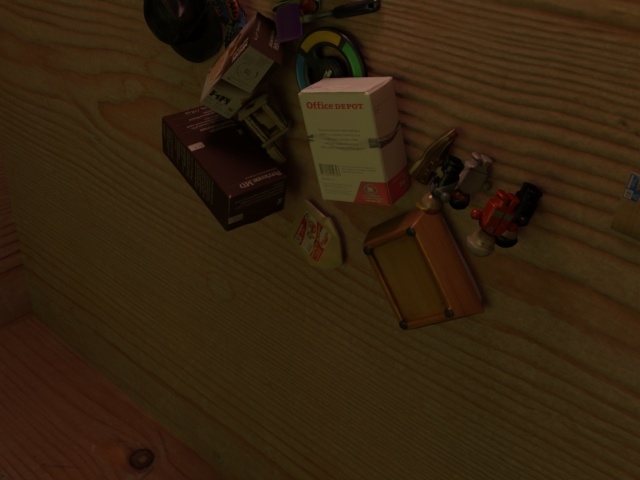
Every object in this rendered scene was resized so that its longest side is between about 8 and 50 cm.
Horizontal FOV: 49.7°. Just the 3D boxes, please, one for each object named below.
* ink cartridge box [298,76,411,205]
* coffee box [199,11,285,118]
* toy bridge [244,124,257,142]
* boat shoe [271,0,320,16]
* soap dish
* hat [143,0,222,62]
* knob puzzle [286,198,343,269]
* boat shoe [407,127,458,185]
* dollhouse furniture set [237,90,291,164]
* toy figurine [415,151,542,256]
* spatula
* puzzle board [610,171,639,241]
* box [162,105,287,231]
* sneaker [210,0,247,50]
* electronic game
[{"bbox_3d":[0.085,-0.238,1.641,0.207,0.117,0.283,9,125,36],"label":"ink cartridge box"},{"bbox_3d":[-0.201,-0.450,1.790,0.098,0.141,0.246,27,140,-27],"label":"coffee box"},{"bbox_3d":[-0.214,-0.310,2.006,0.063,0.026,0.188,8,118,42],"label":"toy bridge"},{"bbox_3d":[-0.060,-0.573,1.695,0.137,0.043,0.049,12,118,39],"label":"boat shoe"},{"bbox_3d":[0.243,0.078,1.694,0.228,0.118,0.291,-23,93,49],"label":"soap dish"},{"bbox_3d":[-0.419,-0.656,1.942,0.331,0.134,0.332,24,127,36],"label":"hat"},{"bbox_3d":[0.000,0.000,1.960,0.213,0.030,0.213,22,125,36],"label":"knob puzzle"},{"bbox_3d":[0.266,-0.189,1.570,0.060,0.064,0.178,48,144,7],"label":"boat shoe"},{"bbox_3d":[-0.139,-0.335,1.908,0.101,0.161,0.182,-33,127,12],"label":"dollhouse furniture set"},{"bbox_3d":[0.331,-0.076,1.449,0.209,0.213,0.148,37,120,24],"label":"toy figurine"},{"bbox_3d":[0.009,-0.532,1.628,0.296,0.030,0.084,-1,106,31],"label":"spatula"},{"bbox_3d":[0.622,-0.059,1.322,0.096,0.011,0.128,30,130,32],"label":"puzzle board"},{"bbox_3d":[-0.278,-0.217,1.941,0.381,0.191,0.143,48,146,28],"label":"box"},{"bbox_3d":[-0.222,-0.574,1.839,0.083,0.087,0.221,-4,127,13],"label":"sneaker"},{"bbox_3d":[0.024,-0.407,1.698,0.229,0.048,0.230,22,126,35],"label":"electronic game"}]
